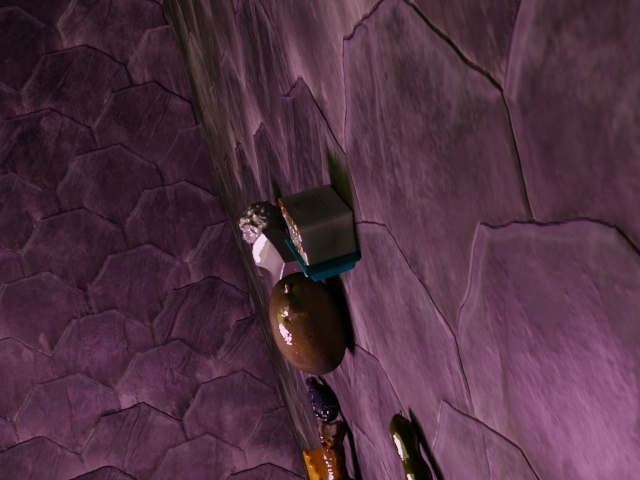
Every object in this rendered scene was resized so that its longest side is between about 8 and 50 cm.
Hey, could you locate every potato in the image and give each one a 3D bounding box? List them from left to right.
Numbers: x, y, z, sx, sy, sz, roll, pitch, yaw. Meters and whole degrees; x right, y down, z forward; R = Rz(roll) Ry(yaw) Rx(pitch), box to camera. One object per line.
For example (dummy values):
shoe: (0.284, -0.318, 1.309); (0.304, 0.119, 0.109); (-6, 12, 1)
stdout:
potato: (-0.028, 0.163, 1.431); (0.174, 0.159, 0.251); (24, 149, 40)

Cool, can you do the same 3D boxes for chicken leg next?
chicken leg: (0.049, 0.665, 1.824); (0.211, 0.140, 0.361); (-110, 4, -59)

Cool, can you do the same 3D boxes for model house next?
model house: (0.000, 0.000, 1.181); (0.127, 0.101, 0.148); (-124, 18, -57)

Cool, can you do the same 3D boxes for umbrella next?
umbrella: (-0.008, 0.428, 1.932); (0.248, 0.071, 0.070); (-142, 36, -69)

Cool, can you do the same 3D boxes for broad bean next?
broad bean: (0.167, 0.390, 1.092); (0.053, 0.052, 0.256); (11, -132, -54)

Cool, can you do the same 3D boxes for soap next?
soap: (0.044, 0.828, 2.198); (0.204, 0.096, 0.324); (-132, 27, -66)

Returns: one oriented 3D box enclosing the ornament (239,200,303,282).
ornament: (-0.119, -0.003, 1.699); (0.285, 0.121, 0.130); (-129, 44, -58)
